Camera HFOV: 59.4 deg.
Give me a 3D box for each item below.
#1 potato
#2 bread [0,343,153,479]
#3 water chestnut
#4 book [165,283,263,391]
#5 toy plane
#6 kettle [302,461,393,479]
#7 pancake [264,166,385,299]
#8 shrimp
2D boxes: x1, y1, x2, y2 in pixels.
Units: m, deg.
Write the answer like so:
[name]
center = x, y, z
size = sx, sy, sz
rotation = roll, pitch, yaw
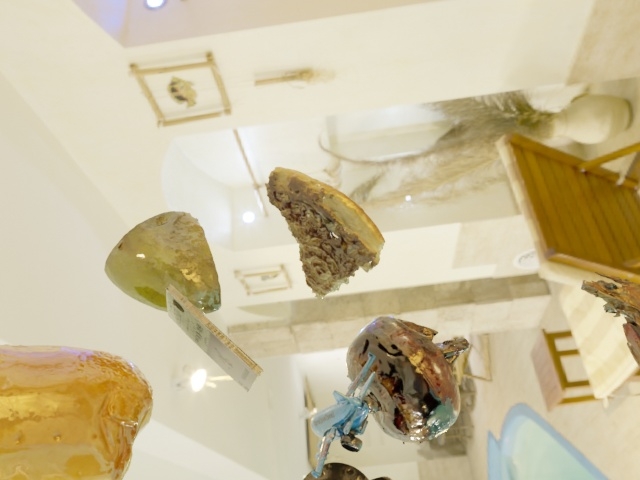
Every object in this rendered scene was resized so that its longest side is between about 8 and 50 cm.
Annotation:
[potato]
center = -0.317, 0.055, 1.301
size = 0.255, 0.269, 0.112
rotation = 37, 139, 24
[bread]
center = -0.524, 0.318, 1.065
size = 0.361, 0.394, 0.250
rotation = 3, 88, 62
[water chestnut]
center = 0.214, 0.302, 1.299
size = 0.300, 0.300, 0.299
rotation = -7, -90, -87
[book]
center = -0.161, 0.148, 0.827
size = 0.182, 0.014, 0.127
rotation = 42, 151, 7
[toy plane]
center = 0.042, 0.344, 1.080
size = 0.254, 0.105, 0.271
rotation = -59, -9, -33
[kettle]
center = 0.065, 0.568, 1.173
size = 0.161, 0.221, 0.236
rotation = 48, 160, 36
[pancake]
center = 0.000, 0.000, 1.074
size = 0.057, 0.266, 0.244
rotation = -34, -35, -44
[shrimp]
center = 0.543, 0.153, 0.919
size = 0.063, 0.287, 0.152
rotation = -129, 61, -87
